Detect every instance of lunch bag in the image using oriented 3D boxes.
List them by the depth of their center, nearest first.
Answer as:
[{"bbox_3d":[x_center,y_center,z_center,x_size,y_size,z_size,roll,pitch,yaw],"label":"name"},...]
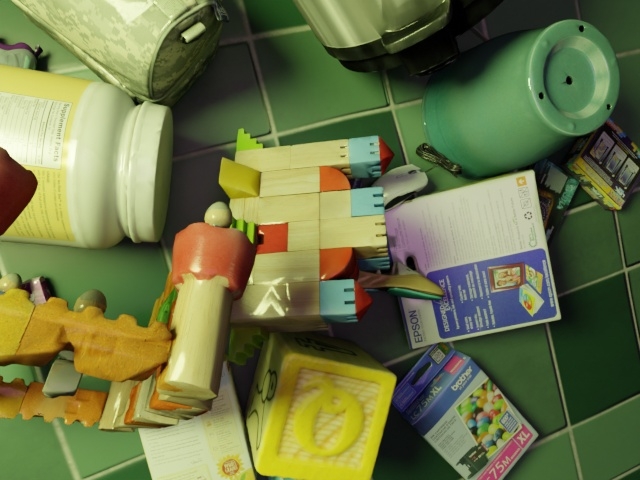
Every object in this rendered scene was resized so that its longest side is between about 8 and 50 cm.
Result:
[{"bbox_3d":[-0.291,-0.357,0.595,0.305,0.256,0.212,41,83,-13],"label":"lunch bag"}]

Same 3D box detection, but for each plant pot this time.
[{"bbox_3d":[0.369,-0.258,0.774,0.271,0.255,0.272,-1,93,-15],"label":"plant pot"}]

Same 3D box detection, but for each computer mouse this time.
[{"bbox_3d":[0.170,-0.121,0.816,0.193,0.042,0.106,-33,58,-9],"label":"computer mouse"}]

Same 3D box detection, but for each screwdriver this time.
[{"bbox_3d":[0.326,-0.441,0.880,0.170,0.025,0.024,31,84,-23],"label":"screwdriver"}]

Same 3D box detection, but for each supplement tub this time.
[{"bbox_3d":[-0.393,-0.113,0.587,0.331,0.241,0.241,6,91,-15],"label":"supplement tub"}]

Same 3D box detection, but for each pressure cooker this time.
[{"bbox_3d":[0.103,-0.470,0.617,0.370,0.375,0.420,-50,130,-6],"label":"pressure cooker"}]

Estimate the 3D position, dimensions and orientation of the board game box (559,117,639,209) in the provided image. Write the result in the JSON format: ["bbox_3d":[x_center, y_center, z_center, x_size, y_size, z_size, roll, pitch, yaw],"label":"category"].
[{"bbox_3d":[0.653,-0.176,0.959,0.170,0.048,0.141,38,85,-14],"label":"board game box"}]

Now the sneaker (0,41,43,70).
[{"bbox_3d":[-0.553,-0.284,0.635,0.223,0.083,0.098,12,66,-17],"label":"sneaker"}]

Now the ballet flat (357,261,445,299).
[{"bbox_3d":[0.122,0.070,0.798,0.232,0.080,0.073,4,76,0],"label":"ballet flat"}]

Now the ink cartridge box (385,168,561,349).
[{"bbox_3d":[0.297,0.041,0.851,0.307,0.072,0.304,-13,97,8],"label":"ink cartridge box"}]

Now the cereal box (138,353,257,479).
[{"bbox_3d":[-0.222,0.337,0.742,0.173,0.047,0.240,-12,96,-4],"label":"cereal box"}]

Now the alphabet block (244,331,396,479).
[{"bbox_3d":[-0.011,0.273,0.727,0.193,0.197,0.192,14,89,-15],"label":"alphabet block"}]

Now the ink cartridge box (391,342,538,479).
[{"bbox_3d":[0.305,0.374,0.888,0.186,0.065,0.311,-45,100,-9],"label":"ink cartridge box"}]

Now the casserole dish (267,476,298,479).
[{"bbox_3d":[-0.009,0.450,0.820,0.188,0.037,0.114,-1,92,-14],"label":"casserole dish"}]

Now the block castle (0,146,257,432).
[{"bbox_3d":[-0.291,0.090,0.508,0.303,0.453,0.213,20,54,-25],"label":"block castle"}]

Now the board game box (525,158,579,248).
[{"bbox_3d":[0.487,-0.079,0.930,0.126,0.026,0.186,29,85,-14],"label":"board game box"}]

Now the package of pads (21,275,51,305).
[{"bbox_3d":[-0.488,0.093,0.679,0.083,0.032,0.050,-15,99,-13],"label":"package of pads"}]

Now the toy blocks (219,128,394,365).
[{"bbox_3d":[-0.007,-0.010,0.659,0.260,0.191,0.382,-4,64,9],"label":"toy blocks"}]

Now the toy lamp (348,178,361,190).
[{"bbox_3d":[0.000,0.000,0.781,0.080,0.080,0.275,26,85,-14],"label":"toy lamp"}]
